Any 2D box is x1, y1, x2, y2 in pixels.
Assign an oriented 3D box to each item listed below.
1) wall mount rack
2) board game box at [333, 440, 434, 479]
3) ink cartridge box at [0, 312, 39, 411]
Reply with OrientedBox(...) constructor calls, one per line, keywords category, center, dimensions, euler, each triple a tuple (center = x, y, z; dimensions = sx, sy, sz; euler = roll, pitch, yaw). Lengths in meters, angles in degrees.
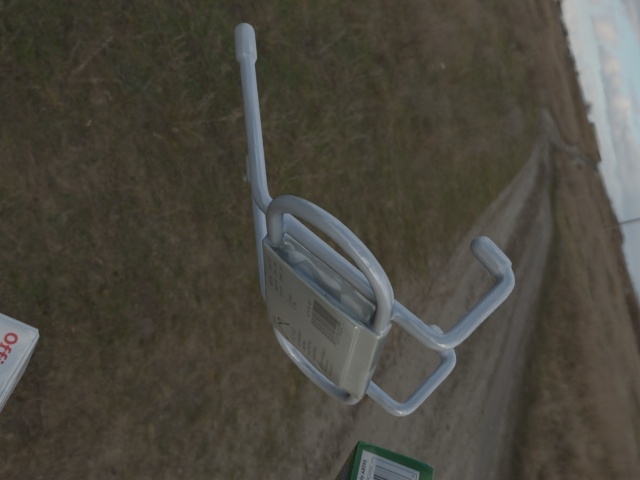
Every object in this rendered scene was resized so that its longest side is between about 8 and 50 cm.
OrientedBox(category="wall mount rack", center=(0.000, 0.000, 0.663), dimensions=(0.304, 0.130, 0.350), euler=(41, -21, 15))
OrientedBox(category="board game box", center=(-0.027, 0.278, 0.339), dimensions=(0.317, 0.046, 0.213), euler=(-70, -177, -49))
OrientedBox(category="ink cartridge box", center=(-0.394, 0.117, 0.719), dimensions=(0.203, 0.086, 0.148), euler=(27, 42, -10))
